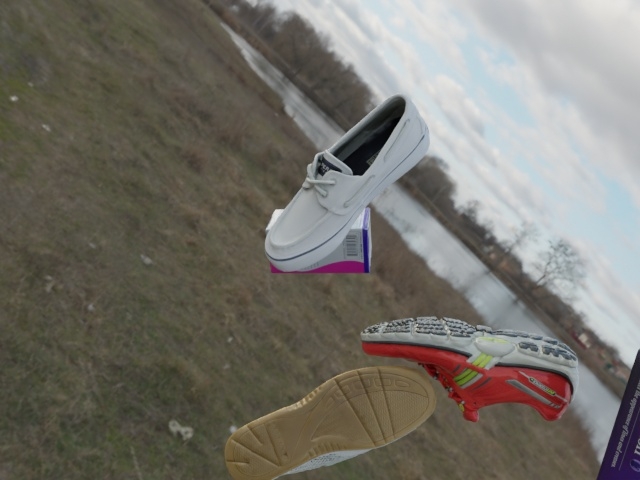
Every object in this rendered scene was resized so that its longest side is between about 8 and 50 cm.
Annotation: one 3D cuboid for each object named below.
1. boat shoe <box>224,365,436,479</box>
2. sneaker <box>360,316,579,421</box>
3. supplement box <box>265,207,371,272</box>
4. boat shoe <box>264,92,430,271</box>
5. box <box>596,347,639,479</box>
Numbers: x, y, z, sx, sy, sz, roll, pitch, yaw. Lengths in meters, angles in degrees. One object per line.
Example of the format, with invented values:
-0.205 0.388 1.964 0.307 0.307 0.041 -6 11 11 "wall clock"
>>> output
0.015 0.239 0.825 0.096 0.276 0.098 67 4 -68 "boat shoe"
0.181 0.170 0.809 0.278 0.119 0.107 9 6 17 "sneaker"
0.000 0.000 1.391 0.114 0.219 0.111 -77 164 -62 "supplement box"
0.020 -0.075 0.762 0.095 0.258 0.084 39 -6 37 "boat shoe"
0.402 0.245 0.654 0.184 0.262 0.103 24 30 38 "box"
